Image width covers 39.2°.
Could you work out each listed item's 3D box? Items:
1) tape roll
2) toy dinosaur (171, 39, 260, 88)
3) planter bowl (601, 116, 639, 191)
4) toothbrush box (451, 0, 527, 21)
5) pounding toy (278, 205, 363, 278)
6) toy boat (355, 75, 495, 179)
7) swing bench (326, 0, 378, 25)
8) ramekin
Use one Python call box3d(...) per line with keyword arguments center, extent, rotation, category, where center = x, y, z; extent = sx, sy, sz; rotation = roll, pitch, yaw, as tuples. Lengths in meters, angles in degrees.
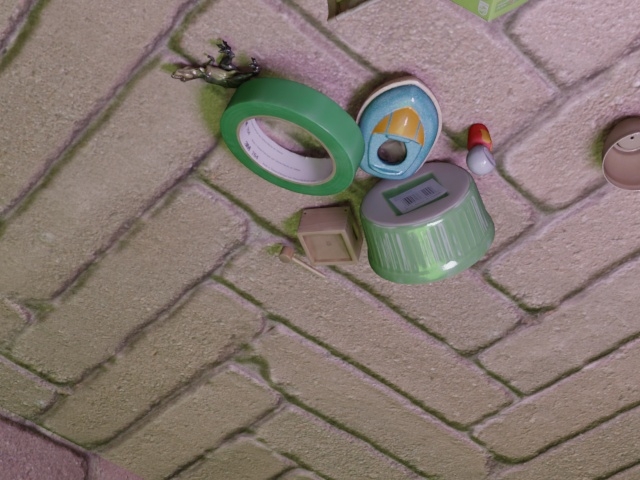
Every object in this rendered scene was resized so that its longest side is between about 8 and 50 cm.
box3d(center=(-0.062, -0.224, 1.985), extent=(0.321, 0.077, 0.321), rotation=(19, 152, 10), category="tape roll")
box3d(center=(-0.186, -0.366, 1.966), extent=(0.268, 0.064, 0.118), rotation=(14, 148, -8), category="toy dinosaur")
box3d(center=(0.701, -0.206, 1.995), extent=(0.162, 0.109, 0.162), rotation=(3, 133, 3), category="planter bowl")
box3d(center=(0.349, -0.569, 1.612), extent=(0.122, 0.206, 0.283), rotation=(38, 143, 25), category="toothbrush box")
box3d(center=(-0.003, 0.007, 2.271), extent=(0.206, 0.094, 0.181), rotation=(-3, 137, 21), category="pounding toy")
box3d(center=(0.233, -0.227, 1.994), extent=(0.318, 0.148, 0.268), rotation=(10, 132, -3), category="toy boat")
box3d(center=(0.073, -0.583, 1.682), extent=(0.253, 0.165, 0.255), rotation=(-20, 133, 21), category="swing bench")
box3d(center=(0.235, -0.051, 2.060), extent=(0.303, 0.303, 0.148), rotation=(-12, 123, 15), category="ramekin")
